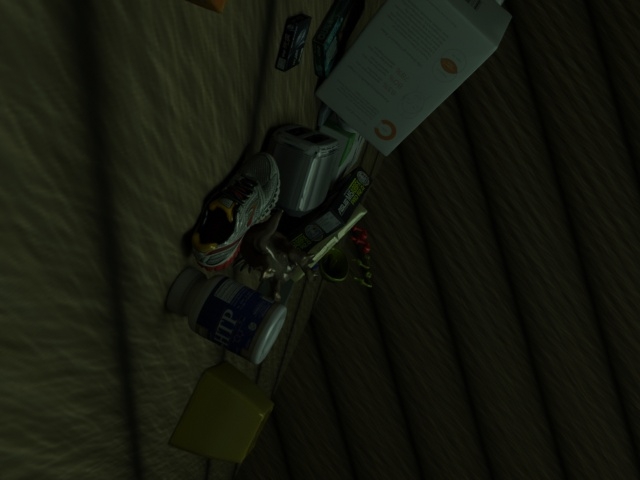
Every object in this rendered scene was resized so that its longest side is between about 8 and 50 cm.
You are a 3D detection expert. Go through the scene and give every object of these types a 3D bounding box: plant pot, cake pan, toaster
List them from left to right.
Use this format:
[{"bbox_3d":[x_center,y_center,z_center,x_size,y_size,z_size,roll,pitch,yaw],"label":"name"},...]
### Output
[{"bbox_3d":[-0.246,0.471,1.518,0.212,0.187,0.212,-65,172,-2],"label":"plant pot"},{"bbox_3d":[-0.155,0.190,1.704,0.293,0.054,0.293,-62,172,-16],"label":"cake pan"},{"bbox_3d":[-0.048,-0.143,1.126,0.227,0.129,0.146,-40,151,-66],"label":"toaster"}]

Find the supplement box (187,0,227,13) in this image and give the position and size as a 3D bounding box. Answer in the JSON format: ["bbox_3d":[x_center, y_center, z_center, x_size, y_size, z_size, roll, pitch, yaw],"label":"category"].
[{"bbox_3d":[-0.080,-0.332,0.503,0.233,0.080,0.078,-63,170,3],"label":"supplement box"}]

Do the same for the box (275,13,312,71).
[{"bbox_3d":[-0.045,-0.329,0.941,0.067,0.018,0.083,-52,165,-55],"label":"box"}]

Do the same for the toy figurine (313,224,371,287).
[{"bbox_3d":[0.014,0.039,1.757,0.217,0.191,0.363,-44,-143,38],"label":"toy figurine"}]

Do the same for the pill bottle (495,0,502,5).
[{"bbox_3d":[0.327,-0.670,1.333,0.162,0.278,0.162,-62,172,-15],"label":"pill bottle"}]

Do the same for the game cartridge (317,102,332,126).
[{"bbox_3d":[0.017,-0.322,1.369,0.083,0.017,0.056,-60,174,-31],"label":"game cartridge"}]

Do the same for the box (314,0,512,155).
[{"bbox_3d":[0.183,-0.381,1.177,0.345,0.215,0.168,-42,-169,46],"label":"box"}]

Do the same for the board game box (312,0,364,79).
[{"bbox_3d":[0.039,-0.433,1.130,0.186,0.026,0.126,-62,171,-12],"label":"board game box"}]

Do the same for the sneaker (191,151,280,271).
[{"bbox_3d":[-0.138,-0.056,0.948,0.225,0.088,0.093,-63,169,-18],"label":"sneaker"}]

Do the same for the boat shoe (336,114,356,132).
[{"bbox_3d":[0.116,-0.411,1.400,0.102,0.108,0.301,85,27,-68],"label":"boat shoe"}]

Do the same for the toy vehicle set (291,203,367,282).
[{"bbox_3d":[0.000,0.000,1.529,0.267,0.035,0.166,-45,-169,-5],"label":"toy vehicle set"}]

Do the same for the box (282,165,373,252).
[{"bbox_3d":[-0.001,-0.061,1.499,0.270,0.060,0.216,-34,-165,42],"label":"box"}]

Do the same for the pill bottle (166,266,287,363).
[{"bbox_3d":[-0.163,0.123,0.975,0.112,0.186,0.112,-62,171,-17],"label":"pill bottle"}]

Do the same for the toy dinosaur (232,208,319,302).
[{"bbox_3d":[-0.111,0.019,1.110,0.127,0.200,0.296,-34,149,-13],"label":"toy dinosaur"}]

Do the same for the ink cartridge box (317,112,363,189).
[{"bbox_3d":[0.051,-0.256,1.506,0.219,0.092,0.160,-52,166,-54],"label":"ink cartridge box"}]
